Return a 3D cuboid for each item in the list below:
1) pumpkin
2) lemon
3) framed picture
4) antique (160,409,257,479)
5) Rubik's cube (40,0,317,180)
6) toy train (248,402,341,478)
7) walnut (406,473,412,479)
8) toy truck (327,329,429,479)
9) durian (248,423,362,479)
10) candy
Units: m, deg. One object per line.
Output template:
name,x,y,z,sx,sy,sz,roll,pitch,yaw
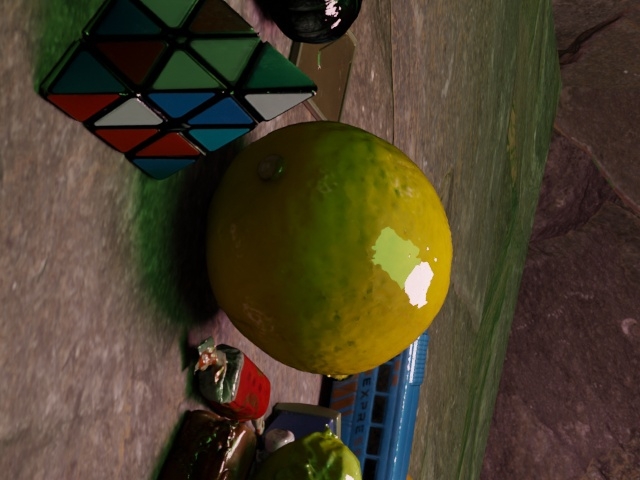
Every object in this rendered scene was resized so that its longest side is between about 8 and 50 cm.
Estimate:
pumpkin,-0.003,-0.376,1.663,0.202,0.140,0.202,8,90,-73
lemon,0.007,0.008,1.561,0.348,0.348,0.348,7,90,-70
framed picture,0.006,-0.290,1.904,0.250,0.016,0.184,42,58,-67
antique,-0.175,0.368,1.533,0.093,0.087,0.310,70,34,-50
Rubik's cube,-0.215,-0.149,1.280,0.234,0.284,0.250,-18,149,-48
toy train,-0.039,0.415,1.862,0.202,0.131,0.299,-42,137,-64
walnut,0.113,0.532,2.301,0.159,0.159,0.206,71,27,-51
toy truck,0.087,0.317,2.134,0.161,0.162,0.384,22,77,-72
durian,-0.044,0.422,1.626,0.339,0.204,0.256,-62,-178,-13
candy,-0.119,0.207,1.669,0.292,0.059,0.086,57,43,-63
